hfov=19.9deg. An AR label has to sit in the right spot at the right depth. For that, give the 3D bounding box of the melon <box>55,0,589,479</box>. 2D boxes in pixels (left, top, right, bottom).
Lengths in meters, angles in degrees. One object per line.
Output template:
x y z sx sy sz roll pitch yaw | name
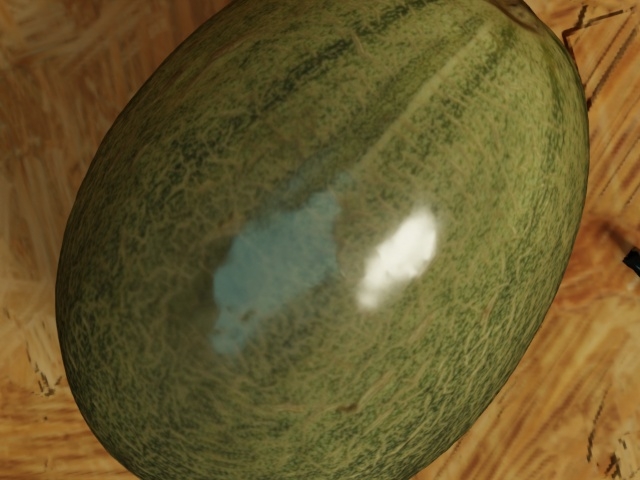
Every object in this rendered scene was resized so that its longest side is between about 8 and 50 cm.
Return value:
0.000 0.000 0.958 0.248 0.248 0.329 42 113 11 | melon

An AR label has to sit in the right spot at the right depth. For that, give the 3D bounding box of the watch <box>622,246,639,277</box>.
0.296 0.055 0.923 0.268 0.102 0.165 48 111 18 | watch
